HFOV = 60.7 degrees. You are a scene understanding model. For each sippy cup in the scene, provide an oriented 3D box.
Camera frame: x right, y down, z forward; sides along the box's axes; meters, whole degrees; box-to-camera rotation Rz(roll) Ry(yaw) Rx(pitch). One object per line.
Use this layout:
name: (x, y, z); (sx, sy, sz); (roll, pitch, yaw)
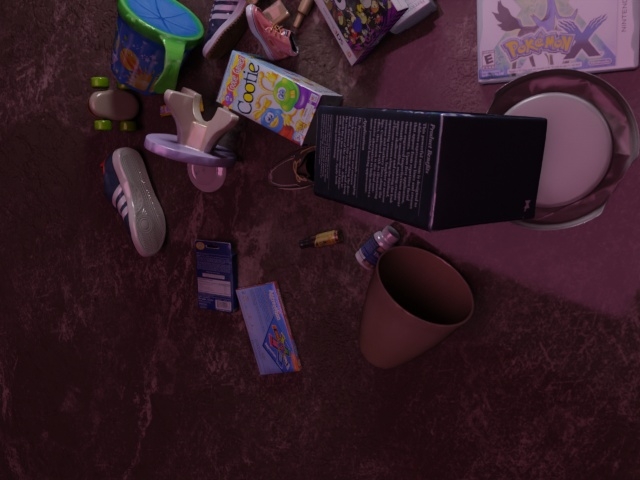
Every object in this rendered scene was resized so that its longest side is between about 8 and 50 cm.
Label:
sippy cup: (-0.476, -0.542, 1.531); (0.240, 0.305, 0.224); (27, 126, -13)

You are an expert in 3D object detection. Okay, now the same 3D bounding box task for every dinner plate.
dinner plate: (-0.348, -0.215, 1.652); (0.141, 0.017, 0.141); (6, 104, 25)

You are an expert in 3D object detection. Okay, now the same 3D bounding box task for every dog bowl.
dog bowl: (0.510, -0.200, 1.222); (0.349, 0.102, 0.348); (6, 103, 24)

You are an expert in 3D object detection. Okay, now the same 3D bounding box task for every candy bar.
candy bar: (-0.421, -0.398, 1.641); (0.162, 0.018, 0.040); (-2, 97, 25)

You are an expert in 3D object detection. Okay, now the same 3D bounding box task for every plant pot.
plant pot: (0.208, 0.197, 1.391); (0.257, 0.256, 0.274); (36, 131, 13)

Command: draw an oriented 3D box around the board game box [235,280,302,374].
board game box: (-0.158, 0.270, 1.669); (0.145, 0.027, 0.281); (-12, 96, 27)

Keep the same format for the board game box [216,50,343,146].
board game box: (-0.108, -0.372, 1.437); (0.275, 0.144, 0.142); (31, 113, 16)

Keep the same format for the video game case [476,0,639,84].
video game case: (0.511, -0.509, 1.188); (0.329, 0.036, 0.299); (1, 102, 24)

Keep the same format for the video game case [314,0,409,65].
video game case: (0.087, -0.566, 1.294); (0.210, 0.042, 0.232); (61, 152, 1)

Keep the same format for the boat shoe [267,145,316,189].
boat shoe: (-0.020, -0.201, 1.464); (0.305, 0.091, 0.109); (-12, 96, 26)

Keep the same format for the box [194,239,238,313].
box: (-0.323, 0.108, 1.701); (0.137, 0.036, 0.225); (6, 105, 23)

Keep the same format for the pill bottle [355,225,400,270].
pill bottle: (0.154, 0.018, 1.449); (0.067, 0.067, 0.120); (46, 116, 8)

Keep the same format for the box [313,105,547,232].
box: (0.212, -0.171, 1.165); (0.396, 0.294, 0.211); (24, 115, 53)

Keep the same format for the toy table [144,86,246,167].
toy table: (-0.327, -0.304, 1.484); (0.252, 0.274, 0.160); (30, 109, 26)

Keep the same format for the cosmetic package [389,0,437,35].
cosmetic package: (0.169, -0.621, 1.291); (0.117, 0.085, 0.231); (-28, 88, 27)

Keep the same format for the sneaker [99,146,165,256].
sneaker: (-0.607, -0.112, 1.739); (0.148, 0.131, 0.349); (-13, 90, 33)

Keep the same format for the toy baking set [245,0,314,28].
toy baking set: (-0.090, -0.669, 1.374); (0.197, 0.030, 0.256); (26, 113, -20)

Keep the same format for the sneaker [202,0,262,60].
sneaker: (-0.264, -0.638, 1.470); (0.153, 0.099, 0.282); (42, 108, 5)

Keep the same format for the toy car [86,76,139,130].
toy car: (-0.668, -0.419, 1.711); (0.188, 0.149, 0.154); (11, 104, 52)

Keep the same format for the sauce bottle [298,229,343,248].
sauce bottle: (0.000, 0.000, 1.530); (0.128, 0.042, 0.042); (-14, 96, 28)

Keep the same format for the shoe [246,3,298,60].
shoe: (-0.120, -0.537, 1.403); (0.081, 0.178, 0.063); (-3, 63, 20)
